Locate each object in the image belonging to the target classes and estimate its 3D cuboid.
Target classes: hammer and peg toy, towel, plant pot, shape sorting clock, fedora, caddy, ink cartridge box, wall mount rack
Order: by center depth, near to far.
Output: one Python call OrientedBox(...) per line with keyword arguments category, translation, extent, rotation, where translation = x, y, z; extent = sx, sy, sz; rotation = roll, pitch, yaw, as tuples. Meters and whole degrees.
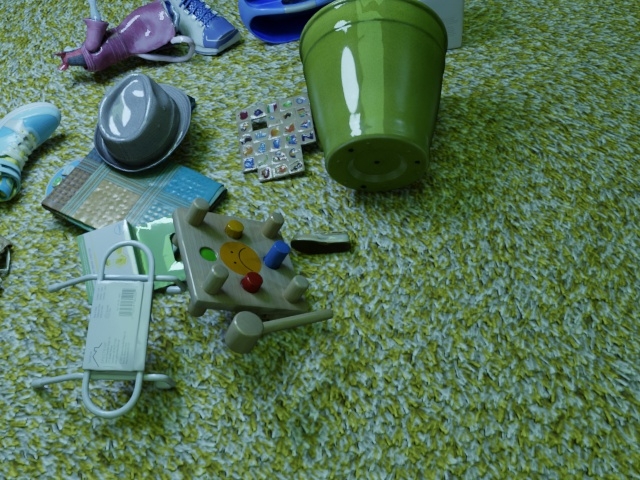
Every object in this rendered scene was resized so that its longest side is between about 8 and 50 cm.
OrientedBox(category="wall mount rack", translation=(-0.433, 0.181, 1.359), extent=(0.304, 0.130, 0.350), rotation=(1, 69, 3))
OrientedBox(category="hammer and peg toy", translation=(-0.146, 0.085, 1.374), extent=(0.266, 0.127, 0.361), rotation=(9, 42, -35))
OrientedBox(category="ink cartridge box", translation=(-0.403, 0.035, 1.500), extent=(0.235, 0.056, 0.171), rotation=(-20, 68, 2))
OrientedBox(category="plant pot", translation=(0.129, -0.319, 1.606), extent=(0.367, 0.366, 0.353), rotation=(-2, 63, 5))
OrientedBox(category="towel", translation=(-0.445, -0.103, 1.644), extent=(0.370, 0.040, 0.271), rotation=(23, 57, 16))
OrientedBox(category="fedora", translation=(-0.450, -0.308, 1.660), extent=(0.244, 0.124, 0.275), rotation=(12, 68, 12))
OrientedBox(category="shape sorting clock", translation=(-0.590, -0.136, 1.710), extent=(0.206, 0.040, 0.206), rotation=(-3, 51, 4))
OrientedBox(category="caddy", translation=(-0.074, -0.713, 1.986), extent=(0.341, 0.241, 0.179), rotation=(-13, 45, -3))

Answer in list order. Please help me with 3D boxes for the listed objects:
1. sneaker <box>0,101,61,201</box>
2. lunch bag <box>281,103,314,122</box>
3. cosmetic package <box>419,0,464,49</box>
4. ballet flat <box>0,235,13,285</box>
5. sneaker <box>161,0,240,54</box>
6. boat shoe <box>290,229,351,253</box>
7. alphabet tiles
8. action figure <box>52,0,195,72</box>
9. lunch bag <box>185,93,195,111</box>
OrientedBox(category="sneaker", translation=(-0.777, -0.211, 1.741), extent=(0.319, 0.127, 0.208), rotation=(-38, 54, -10))
OrientedBox(category="lunch bag", translation=(-0.061, -0.338, 1.803), extent=(0.071, 0.053, 0.083), rotation=(-28, 63, -12))
OrientedBox(category="cosmetic package", translation=(0.313, -0.652, 1.926), extent=(0.152, 0.183, 0.151), rotation=(-9, 52, -1))
OrientedBox(category="ballet flat", translation=(-0.750, 0.070, 1.548), extent=(0.067, 0.073, 0.206), rotation=(22, 49, -23))
OrientedBox(category="sneaker", translation=(-0.392, -0.693, 2.041), extent=(0.315, 0.182, 0.127), rotation=(36, 65, 29))
OrientedBox(category="boat shoe", translation=(0.000, 0.000, 1.532), extent=(0.135, 0.050, 0.045), rotation=(3, 48, -4))
OrientedBox(category="alphabet tiles", translation=(-0.112, -0.260, 1.738), extent=(0.198, 0.009, 0.237), rotation=(-13, 62, 6))
OrientedBox(category="action figure", translation=(-0.590, -0.560, 1.989), extent=(0.370, 0.248, 0.275), rotation=(-32, 82, -19))
OrientedBox(category="lunch bag", translation=(-0.425, -0.365, 1.842), extent=(0.129, 0.096, 0.151), rotation=(7, 24, 11))
